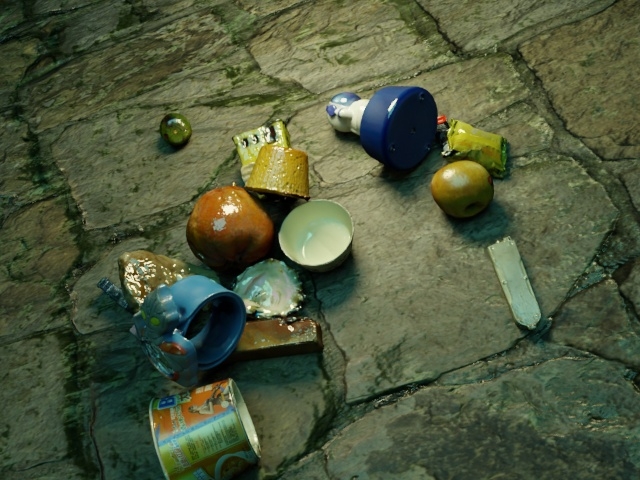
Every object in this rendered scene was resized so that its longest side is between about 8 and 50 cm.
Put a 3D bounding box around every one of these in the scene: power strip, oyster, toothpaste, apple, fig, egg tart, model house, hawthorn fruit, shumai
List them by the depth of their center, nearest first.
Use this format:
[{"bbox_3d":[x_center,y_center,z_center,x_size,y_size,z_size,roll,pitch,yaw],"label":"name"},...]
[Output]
[{"bbox_3d":[0.550,0.123,1.573,0.080,0.048,0.286,-16,59,8],"label":"power strip"},{"bbox_3d":[0.431,-0.153,1.689,0.182,0.182,0.155,-22,66,2],"label":"apple"},{"bbox_3d":[-0.442,0.137,1.691,0.262,0.267,0.314,-27,99,-3],"label":"shumai"},{"bbox_3d":[-0.175,0.169,1.713,0.259,0.092,0.198,-25,68,-4],"label":"oyster"},{"bbox_3d":[-0.127,-0.204,1.756,0.215,0.215,0.171,10,94,20],"label":"egg tart"},{"bbox_3d":[-0.285,-0.055,1.760,0.276,0.277,0.298,-8,68,10],"label":"hawthorn fruit"},{"bbox_3d":[0.414,-0.355,1.884,0.071,0.045,0.194,-11,54,-1],"label":"toothpaste"},{"bbox_3d":[-0.174,-0.263,1.929,0.193,0.175,0.234,-18,78,3],"label":"model house"},{"bbox_3d":[-0.560,-0.434,2.160,0.123,0.123,0.156,-27,20,-1],"label":"fig"}]

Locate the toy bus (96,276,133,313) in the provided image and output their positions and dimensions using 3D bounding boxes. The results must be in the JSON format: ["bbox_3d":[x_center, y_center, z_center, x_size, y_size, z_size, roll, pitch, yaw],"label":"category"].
[{"bbox_3d":[-0.675,0.180,1.855,0.165,0.065,0.047,30,73,26],"label":"toy bus"}]

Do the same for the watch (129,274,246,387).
[{"bbox_3d":[-0.350,0.203,1.511,0.241,0.305,0.274,25,42,33],"label":"watch"}]

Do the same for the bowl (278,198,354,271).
[{"bbox_3d":[0.000,0.000,1.742,0.237,0.126,0.238,-7,60,12],"label":"bowl"}]

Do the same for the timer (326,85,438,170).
[{"bbox_3d":[0.169,-0.410,1.881,0.383,0.270,0.270,27,71,40],"label":"timer"}]

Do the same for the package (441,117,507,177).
[{"bbox_3d":[0.497,-0.292,1.778,0.226,0.090,0.168,17,63,-5],"label":"package"}]

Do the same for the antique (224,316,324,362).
[{"bbox_3d":[-0.148,0.290,1.643,0.309,0.087,0.093,-9,58,11],"label":"antique"}]

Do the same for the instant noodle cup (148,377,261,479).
[{"bbox_3d":[-0.294,0.505,1.461,0.213,0.296,0.296,-22,58,-7],"label":"instant noodle cup"}]
